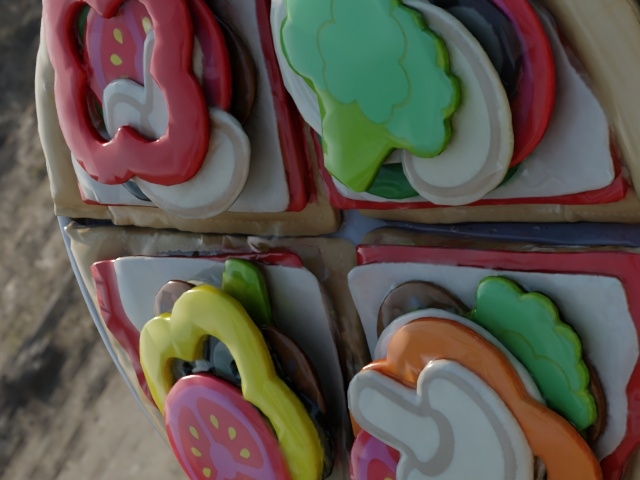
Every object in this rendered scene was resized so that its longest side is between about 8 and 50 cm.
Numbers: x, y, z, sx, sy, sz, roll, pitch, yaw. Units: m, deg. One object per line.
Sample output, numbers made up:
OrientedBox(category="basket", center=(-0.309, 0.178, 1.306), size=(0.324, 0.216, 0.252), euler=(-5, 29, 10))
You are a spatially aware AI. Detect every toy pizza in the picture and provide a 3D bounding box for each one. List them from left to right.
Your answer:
OrientedBox(category="toy pizza", center=(0.000, 0.000, 0.362), size=(0.032, 0.201, 0.201), euler=(-26, -5, -42))
